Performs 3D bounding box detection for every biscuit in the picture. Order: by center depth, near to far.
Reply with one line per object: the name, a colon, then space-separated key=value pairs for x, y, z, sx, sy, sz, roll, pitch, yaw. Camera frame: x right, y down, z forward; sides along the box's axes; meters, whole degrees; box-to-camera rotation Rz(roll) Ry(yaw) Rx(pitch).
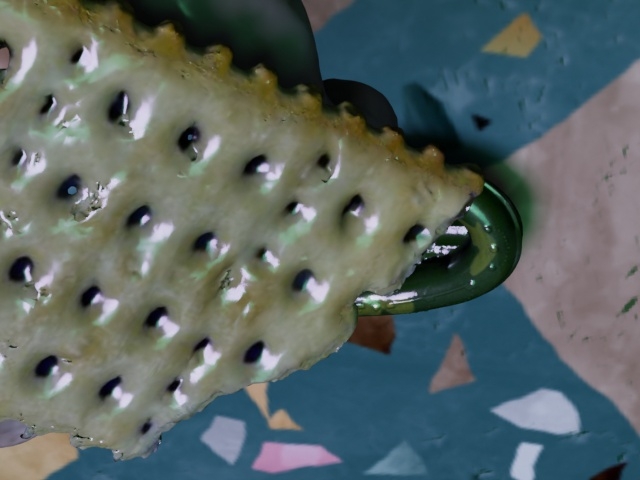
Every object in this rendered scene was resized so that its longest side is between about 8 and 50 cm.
biscuit: x=-0.072 y=-0.001 z=0.392 sx=0.203 sy=0.016 sz=0.144 roll=23 pitch=114 yaw=-28

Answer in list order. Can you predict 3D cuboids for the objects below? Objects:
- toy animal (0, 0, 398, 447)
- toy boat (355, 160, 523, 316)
toy animal: x=-0.113 y=-0.156 z=0.475 sx=0.194 sy=0.344 sz=0.302 roll=-27 pitch=128 yaw=18
toy boat: x=0.000 y=0.000 z=0.743 sx=0.210 sy=0.052 sz=0.104 roll=-3 pitch=121 yaw=9
